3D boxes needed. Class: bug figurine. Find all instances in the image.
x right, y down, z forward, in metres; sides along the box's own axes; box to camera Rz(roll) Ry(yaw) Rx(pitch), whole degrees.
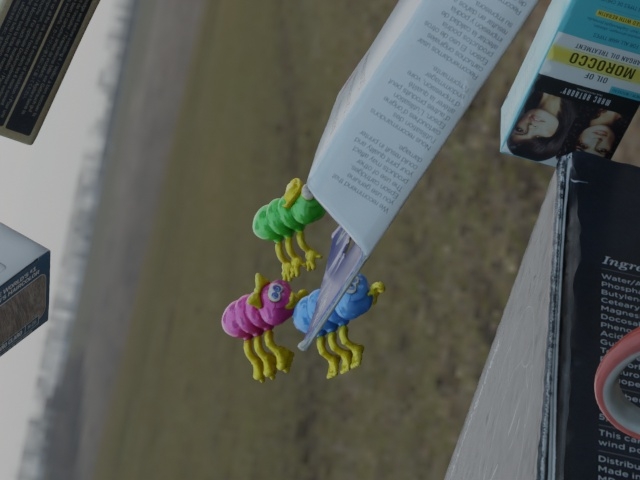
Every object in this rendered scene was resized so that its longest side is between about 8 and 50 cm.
[{"bbox_3d":[0.000,0.000,1.715,0.216,0.072,0.279,-32,33,43],"label":"bug figurine"}]

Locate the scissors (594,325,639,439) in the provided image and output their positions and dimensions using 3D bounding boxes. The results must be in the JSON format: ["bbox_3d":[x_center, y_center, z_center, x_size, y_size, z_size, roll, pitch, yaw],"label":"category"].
[{"bbox_3d":[0.191,-0.005,0.896,0.021,0.109,0.297,-49,-29,-47],"label":"scissors"}]

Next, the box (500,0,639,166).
[{"bbox_3d":[0.241,-0.166,1.727,0.244,0.101,0.060,111,171,-45],"label":"box"}]

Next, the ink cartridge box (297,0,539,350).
[{"bbox_3d":[0.064,-0.115,1.309,0.330,0.071,0.324,-55,4,12],"label":"ink cartridge box"}]

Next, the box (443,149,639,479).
[{"bbox_3d":[0.264,0.268,1.682,0.471,0.297,0.479,-80,4,-52],"label":"box"}]

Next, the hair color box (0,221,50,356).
[{"bbox_3d":[-0.461,0.013,2.013,0.174,0.347,0.105,-40,-32,-42],"label":"hair color box"}]

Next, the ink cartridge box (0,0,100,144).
[{"bbox_3d":[-0.282,-0.222,1.807,0.193,0.088,0.234,-62,29,15],"label":"ink cartridge box"}]
